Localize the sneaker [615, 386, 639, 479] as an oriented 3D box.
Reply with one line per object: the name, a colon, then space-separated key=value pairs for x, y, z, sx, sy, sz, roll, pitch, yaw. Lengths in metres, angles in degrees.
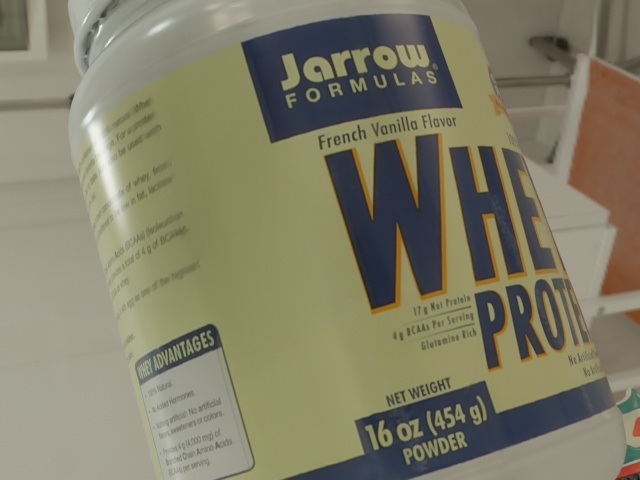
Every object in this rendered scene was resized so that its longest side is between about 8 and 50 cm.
sneaker: x=0.161 y=0.150 z=0.638 sx=0.057 sy=0.161 sz=0.075 roll=51 pitch=-154 yaw=-53

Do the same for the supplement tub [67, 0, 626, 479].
supplement tub: x=0.000 y=0.000 z=0.487 sx=0.235 sy=0.236 sz=0.324 roll=-42 pitch=63 yaw=63
